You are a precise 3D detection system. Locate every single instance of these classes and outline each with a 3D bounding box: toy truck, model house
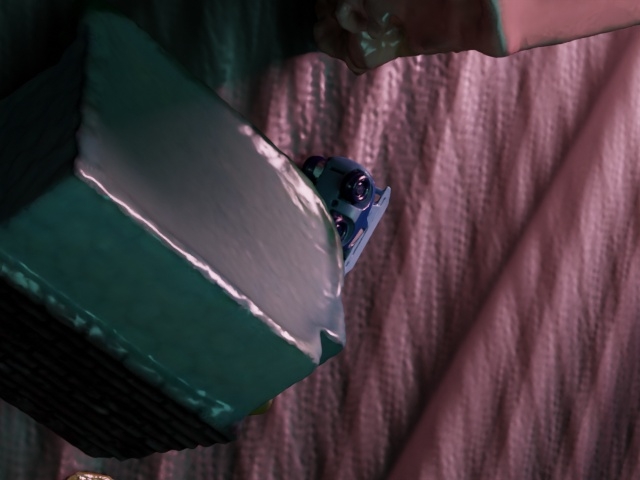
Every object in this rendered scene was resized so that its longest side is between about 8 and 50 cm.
[{"bbox_3d":[0.000,0.000,1.368,0.136,0.063,0.074,-58,144,-7],"label":"toy truck"},{"bbox_3d":[-0.161,0.027,1.202,0.249,0.230,0.280,-34,123,23],"label":"model house"}]

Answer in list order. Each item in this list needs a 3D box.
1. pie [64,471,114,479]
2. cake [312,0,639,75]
[{"bbox_3d":[-0.185,0.216,1.307,0.084,0.020,0.084,-8,104,-34],"label":"pie"},{"bbox_3d":[0.123,-0.287,1.239,0.293,0.307,0.314,-20,110,-28],"label":"cake"}]
